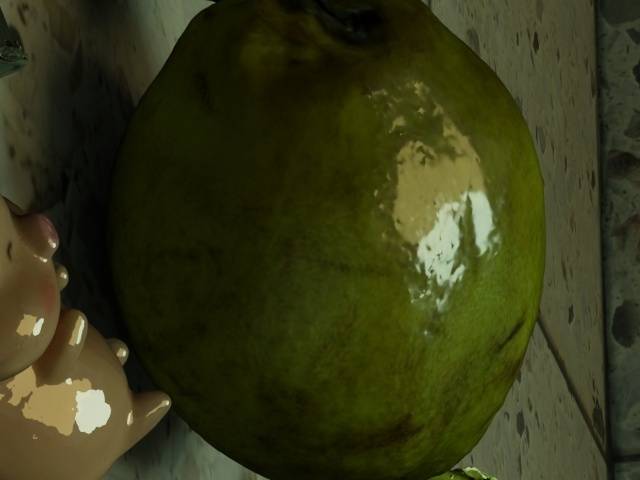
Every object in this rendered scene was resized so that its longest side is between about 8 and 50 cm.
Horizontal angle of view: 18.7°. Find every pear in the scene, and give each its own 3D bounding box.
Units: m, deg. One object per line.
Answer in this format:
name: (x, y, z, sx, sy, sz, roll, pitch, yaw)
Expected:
pear: (0.000, 0.000, 1.495, 0.352, 0.352, 0.413, -59, 142, -64)

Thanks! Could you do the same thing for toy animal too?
toy animal: (-0.205, 0.053, 1.101, 0.166, 0.154, 0.250, 35, -19, 50)

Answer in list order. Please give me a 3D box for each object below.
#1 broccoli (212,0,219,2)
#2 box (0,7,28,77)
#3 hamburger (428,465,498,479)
broccoli: (-0.061, -0.323, 1.541, 0.308, 0.275, 0.308, 9, 78, -45)
box: (-0.238, -0.115, 1.115, 0.084, 0.122, 0.069, -9, 80, -75)
hamburger: (0.078, 0.300, 1.904, 0.125, 0.235, 0.214, -96, -156, -51)
